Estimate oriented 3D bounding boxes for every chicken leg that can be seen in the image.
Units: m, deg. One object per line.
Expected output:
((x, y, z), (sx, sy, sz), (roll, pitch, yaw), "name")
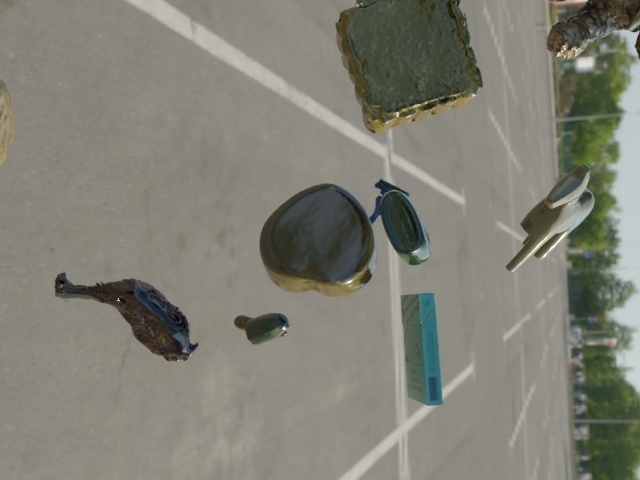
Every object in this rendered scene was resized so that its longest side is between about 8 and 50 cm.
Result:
((-0.308, 0.109, 1.345), (0.106, 0.253, 0.051), (-58, -177, 27), "chicken leg")

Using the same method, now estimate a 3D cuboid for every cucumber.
((-0.088, 0.146, 1.428), (0.048, 0.105, 0.048), (13, 67, -31), "cucumber")

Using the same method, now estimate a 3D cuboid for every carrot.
((-0.135, 0.198, 1.903), (0.035, 0.165, 0.036), (-13, 107, -49), "carrot")

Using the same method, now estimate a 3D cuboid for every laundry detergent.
((0.157, -0.019, 1.499), (0.137, 0.063, 0.211), (67, 10, 12), "laundry detergent")

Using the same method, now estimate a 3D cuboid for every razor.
((0.084, -0.025, 2.022), (0.324, 0.093, 0.056), (-43, 145, -28), "razor")

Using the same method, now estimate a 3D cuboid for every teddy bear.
((0.569, -0.423, 1.479), (0.222, 0.296, 0.246), (35, -36, 55), "teddy bear")

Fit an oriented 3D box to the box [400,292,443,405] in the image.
((0.213, 0.227, 1.783), (0.162, 0.041, 0.229), (156, -69, -80), "box")

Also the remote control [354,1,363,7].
((0.099, -0.521, 1.711), (0.221, 0.042, 0.078), (106, -2, -59), "remote control")

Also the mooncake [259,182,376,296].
((0.000, 0.000, 1.698), (0.117, 0.234, 0.235), (76, 18, -63), "mooncake")

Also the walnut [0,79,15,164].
((-0.446, -0.129, 0.937), (0.141, 0.204, 0.238), (-173, -98, -66), "walnut")

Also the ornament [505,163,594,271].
((0.409, -0.047, 1.460), (0.230, 0.061, 0.245), (-16, 148, -52), "ornament")

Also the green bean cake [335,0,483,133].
((0.153, -0.320, 1.472), (0.131, 0.229, 0.224), (106, -32, -83), "green bean cake")
